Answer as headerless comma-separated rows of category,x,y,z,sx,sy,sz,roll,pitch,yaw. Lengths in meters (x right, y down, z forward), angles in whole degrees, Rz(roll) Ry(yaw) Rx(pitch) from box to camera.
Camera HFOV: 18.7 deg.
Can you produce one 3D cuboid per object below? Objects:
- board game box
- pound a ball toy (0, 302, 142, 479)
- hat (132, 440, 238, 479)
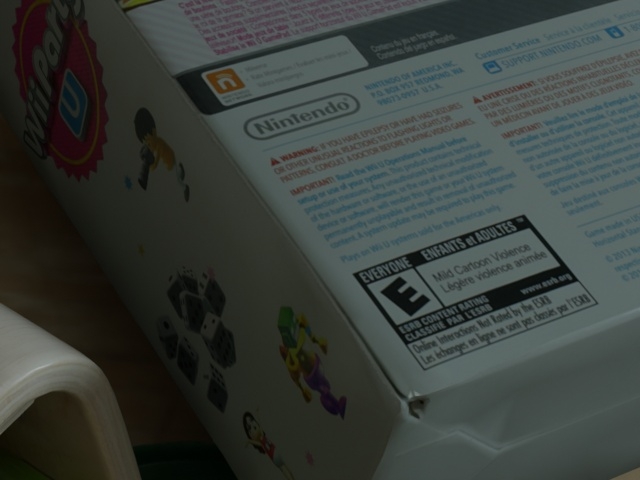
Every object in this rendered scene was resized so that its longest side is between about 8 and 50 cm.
board game box,0.024,-0.064,0.619,0.224,0.097,0.303,-17,54,-29
pound a ball toy,-0.202,0.066,0.525,0.319,0.135,0.208,28,58,31
hat,-0.023,0.113,0.536,0.173,0.183,0.208,-28,67,-21
